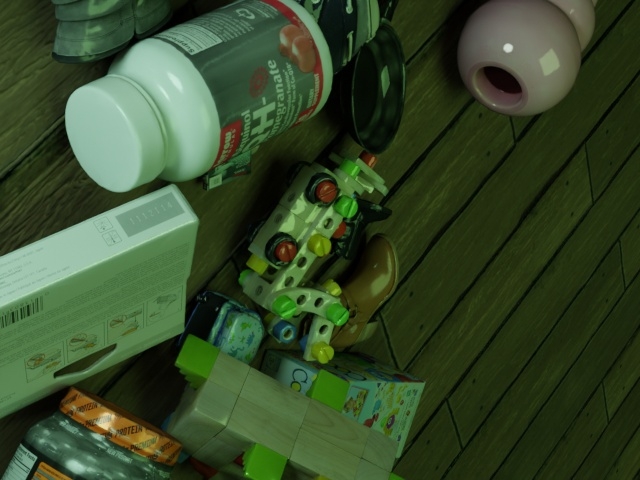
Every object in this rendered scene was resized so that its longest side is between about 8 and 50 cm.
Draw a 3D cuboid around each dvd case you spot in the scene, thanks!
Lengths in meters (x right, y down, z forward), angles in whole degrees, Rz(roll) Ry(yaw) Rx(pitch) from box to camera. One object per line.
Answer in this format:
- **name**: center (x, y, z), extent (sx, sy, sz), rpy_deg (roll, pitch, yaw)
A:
- **dvd case**: center (-0.126, -0.135, 1.687), extent (0.087, 0.013, 0.120), rpy_deg (-27, 127, -43)

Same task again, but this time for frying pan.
- **frying pan**: center (0.077, -0.289, 1.853), extent (0.197, 0.053, 0.326), rpy_deg (-33, 125, -58)

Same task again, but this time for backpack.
- **backpack**: center (-0.133, 0.136, 1.787), extent (0.114, 0.084, 0.105), rpy_deg (23, 91, -58)

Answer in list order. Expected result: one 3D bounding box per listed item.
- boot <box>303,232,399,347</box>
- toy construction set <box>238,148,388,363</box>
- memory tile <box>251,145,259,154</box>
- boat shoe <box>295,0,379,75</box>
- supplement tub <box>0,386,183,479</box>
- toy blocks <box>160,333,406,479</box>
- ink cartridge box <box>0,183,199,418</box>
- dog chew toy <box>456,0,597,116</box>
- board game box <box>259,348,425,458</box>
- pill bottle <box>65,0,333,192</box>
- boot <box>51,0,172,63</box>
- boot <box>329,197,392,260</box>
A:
- **boot**: center (0.048, 0.086, 2.014), extent (0.152, 0.073, 0.197), rpy_deg (-4, 110, -50)
- **toy construction set**: center (0.000, 0.000, 1.830), extent (0.215, 0.151, 0.328), rpy_deg (34, 75, -41)
- **memory tile**: center (-0.104, -0.172, 1.719), extent (0.148, 0.012, 0.113), rpy_deg (-57, 144, -15)
- **boat shoe**: center (-0.012, -0.353, 1.638), extent (0.158, 0.127, 0.341), rpy_deg (-55, 145, -30)
- **supplement tub**: center (-0.320, 0.368, 1.554), extent (0.338, 0.207, 0.207), rpy_deg (-62, 145, -8)
- **toy blocks**: center (-0.080, 0.304, 1.779), extent (0.261, 0.381, 0.191), rpy_deg (-44, -159, 55)
- **ink cartridge box**: center (-0.295, 0.081, 1.492), extent (0.296, 0.066, 0.261), rpy_deg (-25, 155, -25)
- **dog chew toy**: center (0.367, -0.362, 2.097), extent (0.332, 0.206, 0.207), rpy_deg (-54, 144, -31)
- **board game box**: center (0.025, 0.268, 2.019), extent (0.275, 0.142, 0.144), rpy_deg (10, 100, -55)
- **pill bottle**: center (-0.147, -0.177, 1.515), extent (0.318, 0.176, 0.176), rpy_deg (-32, 132, -40)
- **boot**: center (-0.281, -0.287, 1.337), extent (0.338, 0.118, 0.223), rpy_deg (-25, 133, -39)
- **boot**: center (0.058, -0.017, 1.994), extent (0.121, 0.045, 0.099), rpy_deg (12, 96, -48)
